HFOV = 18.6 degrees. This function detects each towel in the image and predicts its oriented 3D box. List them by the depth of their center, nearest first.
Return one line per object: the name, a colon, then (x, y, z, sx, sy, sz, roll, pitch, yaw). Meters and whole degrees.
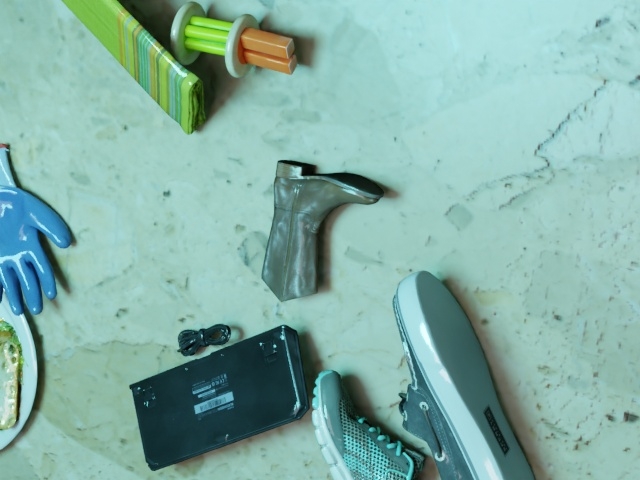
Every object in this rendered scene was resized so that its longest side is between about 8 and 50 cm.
towel: (-0.178, -0.191, 1.599, 0.021, 0.102, 0.237, -40, 78, -16)

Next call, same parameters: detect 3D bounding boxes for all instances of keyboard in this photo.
keyboard: (-0.087, 0.121, 1.642, 0.180, 0.023, 0.108, -23, 73, 33)

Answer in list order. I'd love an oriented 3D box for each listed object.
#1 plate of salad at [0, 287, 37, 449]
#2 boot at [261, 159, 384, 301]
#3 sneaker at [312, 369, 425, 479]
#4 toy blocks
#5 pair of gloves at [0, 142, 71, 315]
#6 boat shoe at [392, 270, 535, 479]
plate of salad: (-0.345, 0.106, 1.766, 0.200, 0.048, 0.199, 6, 104, 26)
boot: (0.000, 0.000, 1.575, 0.106, 0.037, 0.114, 17, 105, 36)
sneaker: (0.046, 0.179, 1.587, 0.076, 0.065, 0.166, -21, 90, 8)
toy blocks: (-0.040, -0.186, 1.546, 0.148, 0.054, 0.123, 13, 106, 24)
pair of gloves: (-0.315, 0.006, 1.725, 0.198, 0.023, 0.159, -19, 83, 15)
boat shoe: (0.099, 0.138, 1.537, 0.076, 0.080, 0.228, -23, 98, 27)
